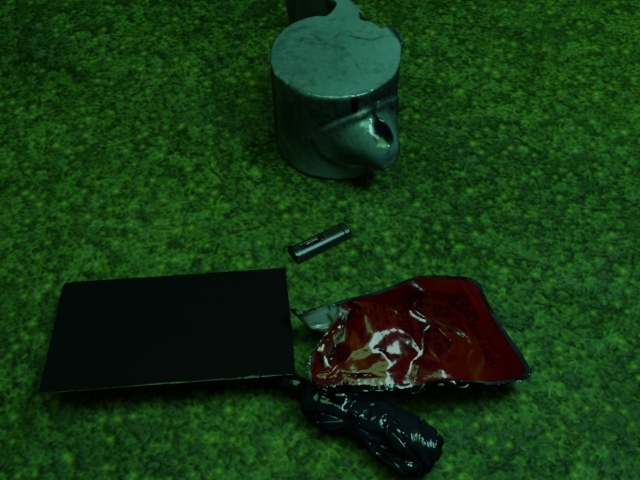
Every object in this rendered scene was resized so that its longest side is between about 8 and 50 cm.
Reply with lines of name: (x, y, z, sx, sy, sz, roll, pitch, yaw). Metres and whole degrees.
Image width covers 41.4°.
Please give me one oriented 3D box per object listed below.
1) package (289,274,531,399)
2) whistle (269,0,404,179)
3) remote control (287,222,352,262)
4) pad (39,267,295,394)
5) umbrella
package: (0.103, 0.111, 1.034, 0.270, 0.071, 0.194, -6, 47, -9)
whistle: (0.026, -0.269, 1.285, 0.188, 0.168, 0.404, 1, 52, 2)
remote control: (0.000, 0.000, 1.172, 0.091, 0.016, 0.034, -26, 52, -20)
pad: (-0.187, 0.108, 1.067, 0.300, 0.005, 0.202, -4, 38, -4)
umbrella: (0.025, 0.195, 0.989, 0.248, 0.071, 0.071, 26, 57, 18)
